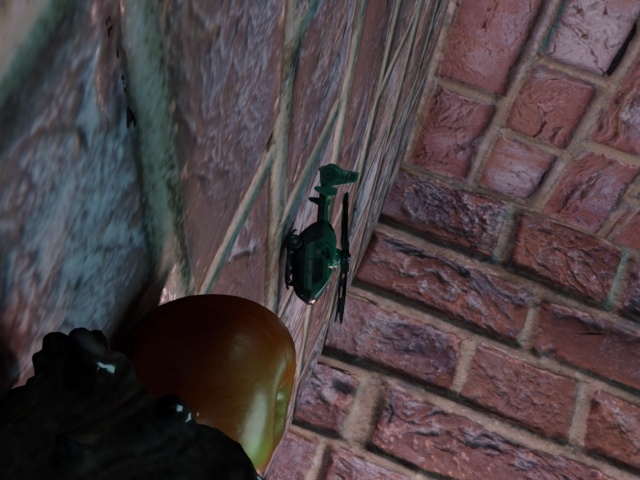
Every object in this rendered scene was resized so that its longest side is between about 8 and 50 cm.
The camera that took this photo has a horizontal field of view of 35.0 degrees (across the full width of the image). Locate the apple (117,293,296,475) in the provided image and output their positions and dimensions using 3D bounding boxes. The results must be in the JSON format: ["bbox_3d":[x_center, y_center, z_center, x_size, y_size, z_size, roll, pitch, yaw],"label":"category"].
[{"bbox_3d":[-0.095,0.118,0.784,0.163,0.139,0.163,9,90,-80],"label":"apple"}]

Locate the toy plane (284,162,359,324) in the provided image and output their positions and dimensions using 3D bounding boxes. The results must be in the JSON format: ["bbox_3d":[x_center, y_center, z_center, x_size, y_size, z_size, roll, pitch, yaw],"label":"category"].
[{"bbox_3d":[0.000,0.000,1.434,0.060,0.096,0.235,101,-6,-74],"label":"toy plane"}]

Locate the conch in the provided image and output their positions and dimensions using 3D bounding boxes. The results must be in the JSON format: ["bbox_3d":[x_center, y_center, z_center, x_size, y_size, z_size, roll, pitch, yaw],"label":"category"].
[{"bbox_3d":[-0.090,0.174,0.534,0.313,0.241,0.186,87,8,-45],"label":"conch"}]
